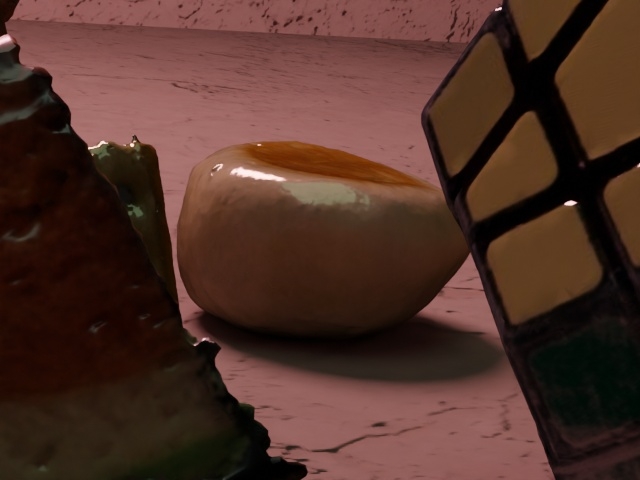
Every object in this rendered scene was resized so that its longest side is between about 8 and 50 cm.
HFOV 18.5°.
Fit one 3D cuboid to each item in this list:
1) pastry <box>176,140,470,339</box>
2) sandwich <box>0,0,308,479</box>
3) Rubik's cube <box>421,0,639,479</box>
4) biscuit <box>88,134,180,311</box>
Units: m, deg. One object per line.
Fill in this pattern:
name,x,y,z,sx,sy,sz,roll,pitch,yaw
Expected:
pastry,0.000,0.000,1.028,0.156,0.092,0.156,4,14,-1
sandwich,-0.172,0.014,0.636,0.292,0.212,0.109,-12,0,-15
Rubik's cube,0.192,-0.004,0.674,0.319,0.319,0.264,2,-15,-15
biscuit,-0.158,0.023,0.745,0.231,0.139,0.016,-1,-16,-30
